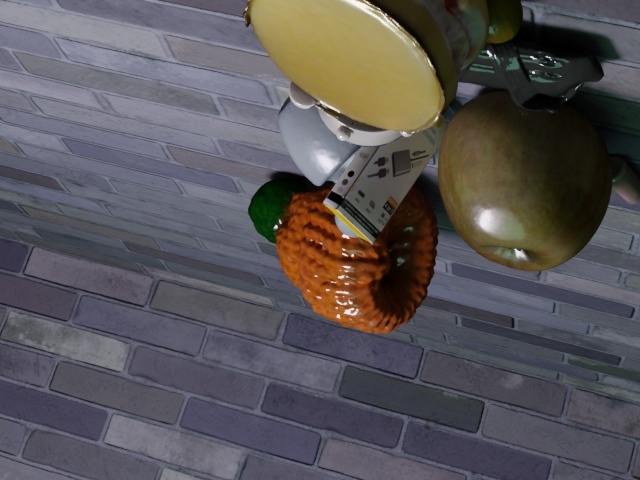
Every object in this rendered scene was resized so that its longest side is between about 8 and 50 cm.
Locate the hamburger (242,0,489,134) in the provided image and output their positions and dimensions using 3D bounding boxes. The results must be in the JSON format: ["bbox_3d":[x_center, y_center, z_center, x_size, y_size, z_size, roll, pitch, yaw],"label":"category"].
[{"bbox_3d":[0.051,-0.280,1.479,0.302,0.186,0.261,16,152,26],"label":"hamburger"}]

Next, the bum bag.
[{"bbox_3d":[0.213,-0.236,1.659,0.326,0.080,0.142,14,159,13],"label":"bum bag"}]

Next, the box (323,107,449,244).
[{"bbox_3d":[0.108,-0.123,1.837,0.033,0.247,0.129,31,174,38],"label":"box"}]

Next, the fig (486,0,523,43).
[{"bbox_3d":[0.208,-0.286,1.519,0.074,0.074,0.088,4,140,38],"label":"fig"}]

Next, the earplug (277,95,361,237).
[{"bbox_3d":[0.055,-0.138,1.941,0.175,0.214,0.325,24,164,36],"label":"earplug"}]

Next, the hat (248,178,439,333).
[{"bbox_3d":[0.000,0.000,2.297,0.400,0.285,0.285,13,163,33],"label":"hat"}]

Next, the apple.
[{"bbox_3d":[0.290,-0.084,1.800,0.257,0.234,0.257,16,166,4],"label":"apple"}]

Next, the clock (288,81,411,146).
[{"bbox_3d":[0.070,-0.209,1.755,0.229,0.156,0.063,-6,164,-3],"label":"clock"}]

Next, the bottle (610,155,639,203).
[{"bbox_3d":[0.468,-0.091,1.914,0.045,0.045,0.096,3,159,39],"label":"bottle"}]
